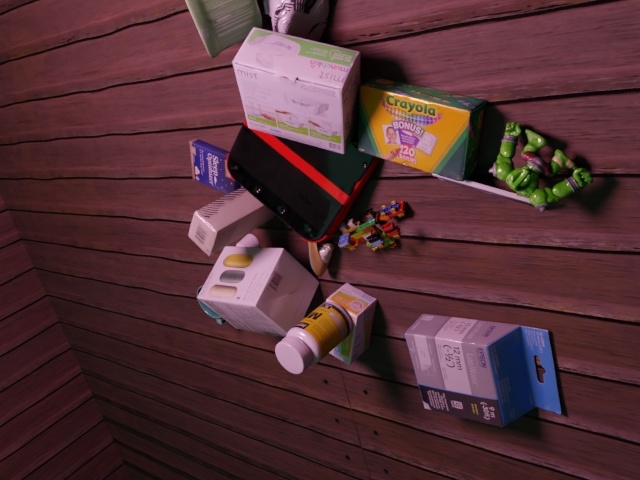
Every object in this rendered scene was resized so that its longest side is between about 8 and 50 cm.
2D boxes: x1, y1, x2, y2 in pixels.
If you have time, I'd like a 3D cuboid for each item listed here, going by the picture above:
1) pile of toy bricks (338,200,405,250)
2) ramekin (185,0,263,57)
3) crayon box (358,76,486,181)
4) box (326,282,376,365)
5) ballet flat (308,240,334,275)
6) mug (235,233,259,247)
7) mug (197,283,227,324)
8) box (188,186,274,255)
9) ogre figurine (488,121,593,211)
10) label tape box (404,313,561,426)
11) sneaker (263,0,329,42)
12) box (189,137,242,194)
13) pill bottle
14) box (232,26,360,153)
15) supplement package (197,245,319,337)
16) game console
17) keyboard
[{"bbox_3d":[0.151,-0.013,1.623,0.212,0.118,0.105,-24,131,38],"label":"pile of toy bricks"},{"bbox_3d":[-0.249,-0.599,1.460,0.303,0.148,0.303,158,90,-88],"label":"ramekin"},{"bbox_3d":[0.220,-0.255,1.404,0.279,0.081,0.165,22,129,31],"label":"crayon box"},{"bbox_3d":[0.082,0.246,1.835,0.114,0.103,0.203,27,131,27],"label":"box"},{"bbox_3d":[0.000,0.000,1.774,0.073,0.080,0.232,1,117,29],"label":"ballet flat"},{"bbox_3d":[-0.242,0.024,2.013,0.062,0.064,0.078,45,137,9],"label":"mug"},{"bbox_3d":[-0.359,0.205,2.210,0.129,0.097,0.157,35,135,20],"label":"mug"},{"bbox_3d":[-0.241,-0.073,1.791,0.094,0.275,0.113,42,135,14],"label":"box"},{"bbox_3d":[0.428,-0.144,1.257,0.197,0.097,0.118,41,97,3],"label":"ogre figurine"},{"bbox_3d":[0.410,0.335,1.592,0.348,0.115,0.249,3,118,43],"label":"label tape box"},{"bbox_3d":[-0.086,-0.601,1.426,0.210,0.137,0.365,46,148,26],"label":"sneaker"},{"bbox_3d":[-0.316,-0.221,1.944,0.225,0.036,0.136,23,130,28],"label":"box"},{"bbox_3d":[-0.019,0.266,1.704,0.119,0.208,0.119,23,129,31],"label":"pill bottle"},{"bbox_3d":[-0.048,-0.343,1.449,0.262,0.126,0.231,17,153,14],"label":"box"},{"bbox_3d":[-0.189,0.153,1.899,0.263,0.199,0.198,1,147,41],"label":"supplement package"},{"bbox_3d":[-0.061,-0.215,1.669,0.387,0.060,0.342,40,119,14],"label":"game console"},{"bbox_3d":[0.368,-0.113,1.379,0.256,0.072,0.014,21,96,31],"label":"keyboard"}]
